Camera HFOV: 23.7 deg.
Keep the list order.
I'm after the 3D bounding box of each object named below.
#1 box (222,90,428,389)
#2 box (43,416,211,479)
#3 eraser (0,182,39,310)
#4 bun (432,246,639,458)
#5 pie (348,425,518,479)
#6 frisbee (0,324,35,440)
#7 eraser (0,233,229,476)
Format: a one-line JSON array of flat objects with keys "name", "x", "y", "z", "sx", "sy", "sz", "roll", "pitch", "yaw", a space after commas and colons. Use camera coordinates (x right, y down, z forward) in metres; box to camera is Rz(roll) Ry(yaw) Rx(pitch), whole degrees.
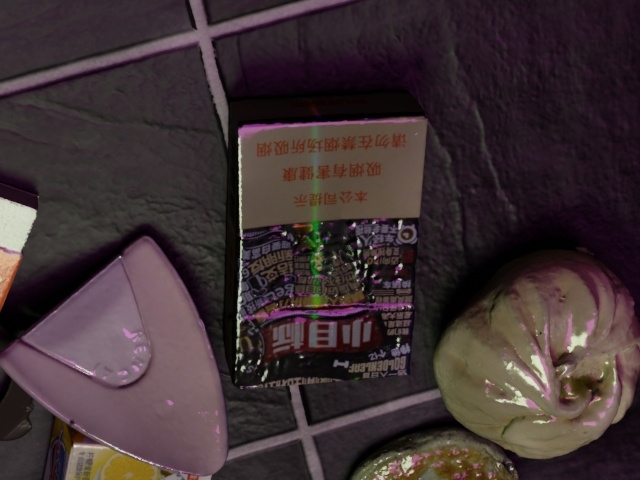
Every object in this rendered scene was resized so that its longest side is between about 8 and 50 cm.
[{"name": "box", "x": 0.000, "y": 0.000, "z": 1.601, "sx": 0.198, "sy": 0.084, "sz": 0.310, "roll": -4, "pitch": 117, "yaw": -12}, {"name": "box", "x": -0.225, "y": 0.309, "z": 1.692, "sx": 0.168, "sy": 0.097, "sz": 0.265, "roll": 7, "pitch": 115, "yaw": -20}, {"name": "eraser", "x": -0.398, "y": 0.035, "z": 1.551, "sx": 0.157, "sy": 0.038, "sz": 0.230, "roll": 18, "pitch": 112, "yaw": -21}, {"name": "bun", "x": 0.250, "y": 0.138, "z": 1.689, "sx": 0.259, "sy": 0.160, "sz": 0.259, "roll": -5, "pitch": 120, "yaw": -8}, {"name": "pie", "x": 0.130, "y": 0.327, "z": 1.815, "sx": 0.241, "sy": 0.054, "sz": 0.240, "roll": -6, "pitch": 116, "yaw": -12}, {"name": "frisbee", "x": -0.293, "y": 0.125, "z": 1.618, "sx": 0.187, "sy": 0.012, "sz": 0.211, "roll": -20, "pitch": 136, "yaw": -16}, {"name": "eraser", "x": -0.187, "y": 0.148, "z": 1.589, "sx": 0.204, "sy": 0.059, "sz": 0.243, "roll": -40, "pitch": 100, "yaw": -18}]
